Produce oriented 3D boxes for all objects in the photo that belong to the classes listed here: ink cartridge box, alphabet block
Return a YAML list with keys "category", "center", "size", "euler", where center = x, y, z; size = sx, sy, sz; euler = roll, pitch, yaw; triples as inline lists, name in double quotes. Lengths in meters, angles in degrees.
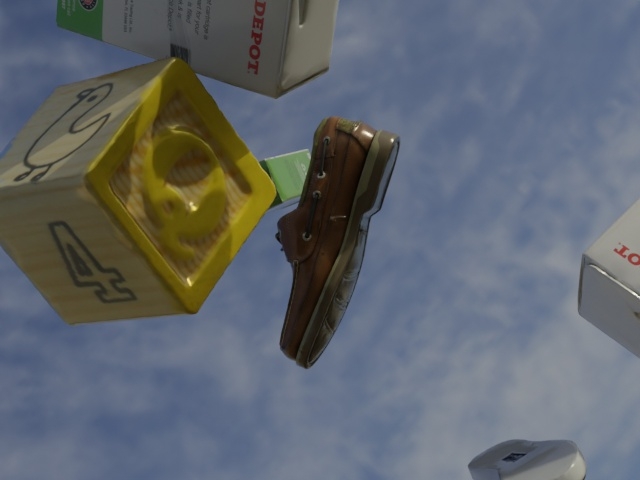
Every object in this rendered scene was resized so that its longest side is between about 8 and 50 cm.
- category: "ink cartridge box"
  center: [0.419, 0.014, 1.663]
  size: [0.278, 0.201, 0.117]
  euler: [-42, -27, -22]
- category: "ink cartridge box"
  center: [-0.124, -0.295, 1.745]
  size: [0.121, 0.289, 0.211]
  euler: [-33, -42, -54]
- category: "alphabet block"
  center: [-0.199, -0.045, 1.683]
  size: [0.193, 0.197, 0.192]
  euler: [53, -130, -28]
- category: "ink cartridge box"
  center: [-0.067, -0.070, 2.201]
  size: [0.109, 0.062, 0.209]
  euler: [-23, -1, 23]

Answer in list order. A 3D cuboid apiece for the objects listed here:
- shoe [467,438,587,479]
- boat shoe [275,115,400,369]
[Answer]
- category: "shoe"
  center: [0.171, 0.201, 1.271]
  size: [0.063, 0.081, 0.178]
  euler: [-30, 3, -13]
- category: "boat shoe"
  center: [0.000, 0.000, 2.029]
  size: [0.111, 0.104, 0.307]
  euler: [55, -125, -77]
